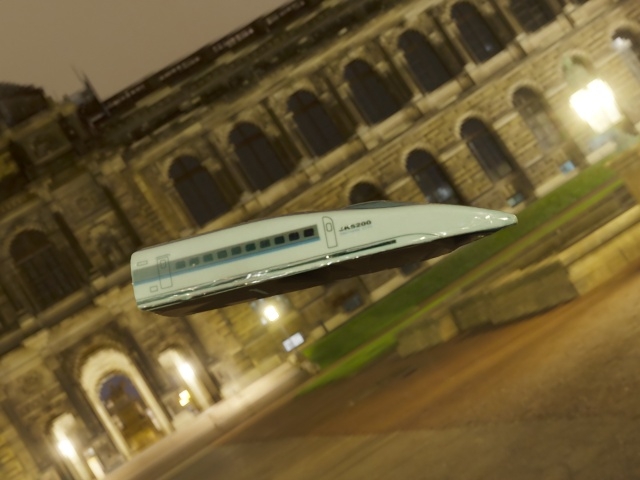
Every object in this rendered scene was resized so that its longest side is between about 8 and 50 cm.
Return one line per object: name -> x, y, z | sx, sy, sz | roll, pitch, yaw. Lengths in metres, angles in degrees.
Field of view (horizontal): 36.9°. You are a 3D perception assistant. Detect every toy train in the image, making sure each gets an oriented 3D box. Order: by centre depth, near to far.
toy train -> 0.000, 0.001, 0.624 | 0.251, 0.048, 0.055 | -13, -14, 15
